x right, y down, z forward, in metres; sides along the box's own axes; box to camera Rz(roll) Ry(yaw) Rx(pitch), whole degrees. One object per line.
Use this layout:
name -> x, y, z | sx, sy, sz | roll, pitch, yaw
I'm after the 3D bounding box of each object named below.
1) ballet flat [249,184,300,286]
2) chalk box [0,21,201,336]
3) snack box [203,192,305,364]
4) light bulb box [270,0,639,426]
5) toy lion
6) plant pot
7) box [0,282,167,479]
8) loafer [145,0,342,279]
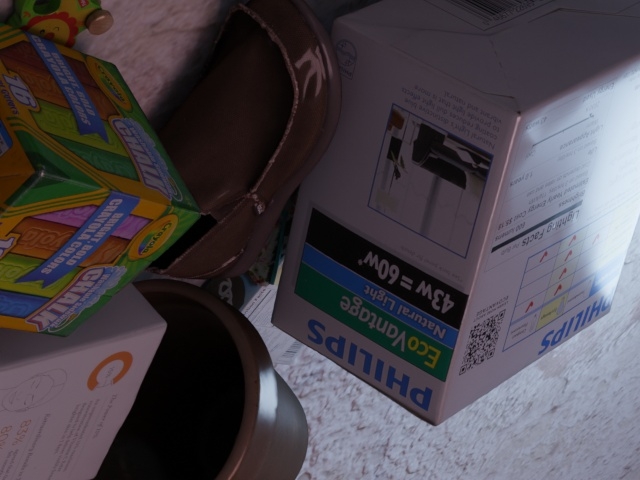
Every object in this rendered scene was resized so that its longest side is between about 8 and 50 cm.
ballet flat -> -0.056, -0.056, 1.998 | 0.091, 0.077, 0.241 | -77, -177, -51
chalk box -> -0.235, -0.045, 1.616 | 0.179, 0.180, 0.289 | -41, 156, 19
snack box -> 0.000, 0.000, 2.167 | 0.322, 0.060, 0.187 | -50, 153, 14
light bulb box -> 0.167, -0.065, 1.991 | 0.358, 0.225, 0.361 | -26, 138, -47
toy lion -> -0.225, -0.184, 1.618 | 0.096, 0.034, 0.100 | -31, 152, -7
plant pot -> -0.125, 0.193, 2.031 | 0.263, 0.263, 0.229 | -47, 148, 8
box -> -0.345, 0.130, 1.761 | 0.345, 0.168, 0.215 | -13, 141, -45
loafer -> -0.089, -0.080, 1.840 | 0.130, 0.134, 0.366 | -21, 146, -38
